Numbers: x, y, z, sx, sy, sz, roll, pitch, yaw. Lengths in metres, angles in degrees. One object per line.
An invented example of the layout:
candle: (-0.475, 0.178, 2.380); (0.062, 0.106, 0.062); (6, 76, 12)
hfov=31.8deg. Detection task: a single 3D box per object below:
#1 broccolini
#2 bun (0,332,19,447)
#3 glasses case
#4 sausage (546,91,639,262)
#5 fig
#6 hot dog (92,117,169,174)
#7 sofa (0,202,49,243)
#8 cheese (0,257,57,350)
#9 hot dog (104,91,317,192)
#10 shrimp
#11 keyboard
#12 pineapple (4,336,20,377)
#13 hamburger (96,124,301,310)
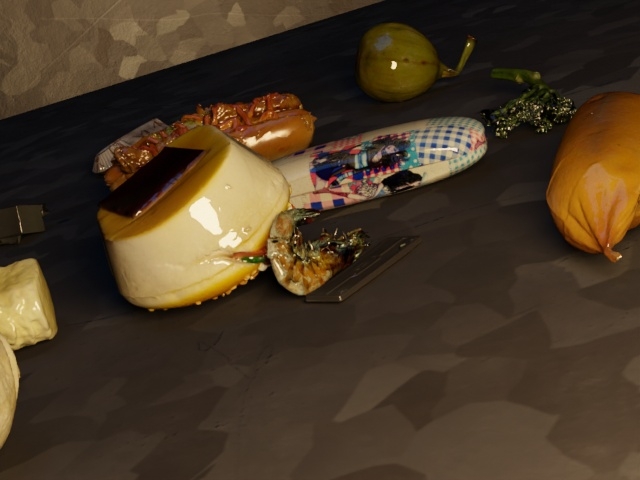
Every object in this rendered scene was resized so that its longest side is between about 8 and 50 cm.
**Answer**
broccolini: (0.270, -0.201, 1.603); (0.123, 0.062, 0.271); (-3, 22, -6)
bun: (-0.334, 0.154, 0.978); (0.166, 0.113, 0.173); (-29, 21, -14)
glasses case: (0.054, -0.095, 1.450); (0.327, 0.076, 0.125); (-13, 19, 11)
sausage: (0.284, -0.065, 1.105); (0.112, 0.112, 0.328); (-9, 21, 23)
fig: (0.150, -0.304, 1.953); (0.186, 0.148, 0.142); (18, -12, -21)
hot dog: (-0.356, -0.178, 2.130); (0.108, 0.059, 0.191); (-22, 15, 34)
sofa: (-0.515, -0.019, 1.805); (0.147, 0.060, 0.085); (-10, 2, 22)
cheese: (-0.387, 0.087, 1.265); (0.167, 0.094, 0.123); (-18, 15, -5)
hot dog: (-0.175, -0.153, 1.781); (0.349, 0.117, 0.158); (-18, 16, -4)
shrimp: (0.000, 0.000, 1.196); (0.034, 0.091, 0.161); (-23, 2, 41)
keyboard: (0.047, 0.030, 1.179); (0.053, 0.010, 0.155); (-2, 23, 42)
pineapple: (-0.382, 0.128, 1.147); (0.116, 0.137, 0.069); (-56, 14, 5)
hamburger: (-0.142, -0.018, 1.283); (0.227, 0.151, 0.295); (-35, 24, -3)
